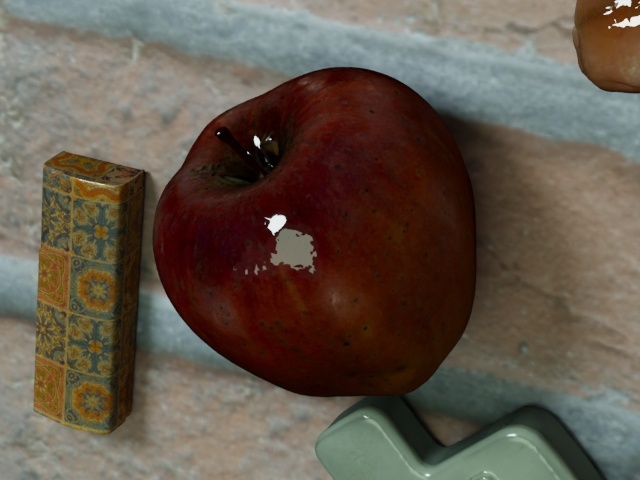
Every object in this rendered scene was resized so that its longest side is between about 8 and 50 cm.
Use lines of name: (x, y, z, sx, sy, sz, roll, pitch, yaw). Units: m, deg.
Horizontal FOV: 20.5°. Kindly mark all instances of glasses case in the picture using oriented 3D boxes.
glasses case: (-0.187, 0.044, 1.406, 0.075, 0.049, 0.218, 13, 114, 17)

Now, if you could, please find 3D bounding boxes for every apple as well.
apple: (-0.002, 0.000, 1.228, 0.234, 0.234, 0.234, 8, 113, 19)

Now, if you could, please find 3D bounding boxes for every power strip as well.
power strip: (0.078, 0.208, 1.358, 0.265, 0.059, 0.194, -35, 95, 30)

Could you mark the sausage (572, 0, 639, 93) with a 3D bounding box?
sausage: (0.354, -0.178, 1.079, 0.419, 0.094, 0.094, -17, 132, 26)
